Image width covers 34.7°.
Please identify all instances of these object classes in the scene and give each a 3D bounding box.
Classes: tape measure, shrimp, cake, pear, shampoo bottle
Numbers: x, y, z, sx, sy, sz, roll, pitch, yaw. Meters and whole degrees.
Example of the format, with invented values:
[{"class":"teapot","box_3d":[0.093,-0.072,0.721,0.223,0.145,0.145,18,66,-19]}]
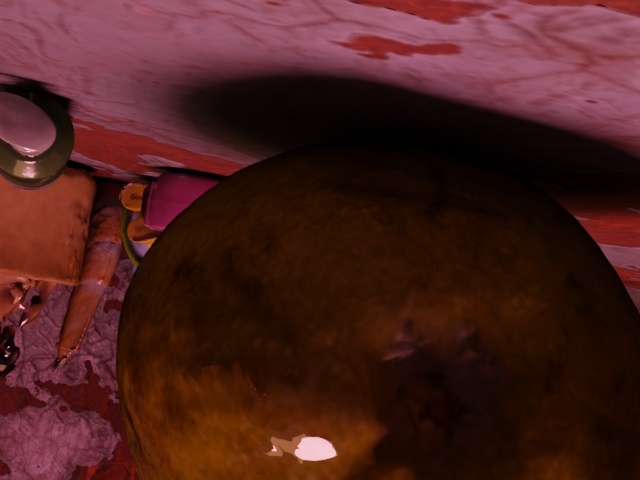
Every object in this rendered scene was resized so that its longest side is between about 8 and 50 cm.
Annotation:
[{"class":"tape measure","box_3d":[-0.121,-0.029,1.082,0.118,0.074,0.125,7,177,44]},{"class":"shrimp","box_3d":[-0.302,0.018,1.372,0.068,0.185,0.287,15,-140,-26]},{"class":"cake","box_3d":[-0.451,0.039,1.225,0.333,0.320,0.332,13,176,1]},{"class":"pear","box_3d":[0.041,0.105,0.631,0.352,0.351,0.413,11,169,0]},{"class":"shampoo bottle","box_3d":[-0.211,-0.072,0.739,0.065,0.065,0.204,12,177,-15]}]

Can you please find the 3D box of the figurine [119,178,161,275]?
[{"class":"figurine","box_3d":[-0.185,0.007,1.306,0.143,0.162,0.263,-19,161,1]}]
